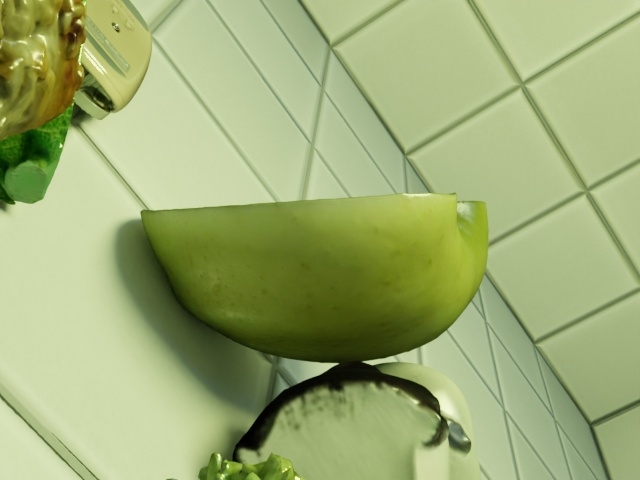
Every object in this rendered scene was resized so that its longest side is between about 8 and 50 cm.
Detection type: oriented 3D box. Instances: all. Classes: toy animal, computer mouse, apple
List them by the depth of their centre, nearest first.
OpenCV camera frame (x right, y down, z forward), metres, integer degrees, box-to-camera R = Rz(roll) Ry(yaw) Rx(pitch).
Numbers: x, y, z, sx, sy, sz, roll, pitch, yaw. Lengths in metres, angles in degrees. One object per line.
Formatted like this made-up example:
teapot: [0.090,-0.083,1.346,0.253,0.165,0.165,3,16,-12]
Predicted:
toy animal: [0.055,0.244,0.968,0.250,0.251,0.310,65,6,17]
apple: [0.000,0.000,1.039,0.311,0.360,0.320,-73,150,-42]
computer mouse: [-0.272,-0.233,1.074,0.145,0.082,0.236,51,21,-28]

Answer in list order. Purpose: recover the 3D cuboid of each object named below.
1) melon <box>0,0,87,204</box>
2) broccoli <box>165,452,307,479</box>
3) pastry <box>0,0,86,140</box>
melon: [-0.297,-0.197,0.847,0.124,0.196,0.323,89,-14,-63]
broccoli: [-0.103,0.296,0.467,0.281,0.348,0.293,35,-42,34]
pastry: [-0.286,-0.177,0.633,0.311,0.162,0.255,-39,122,-50]
